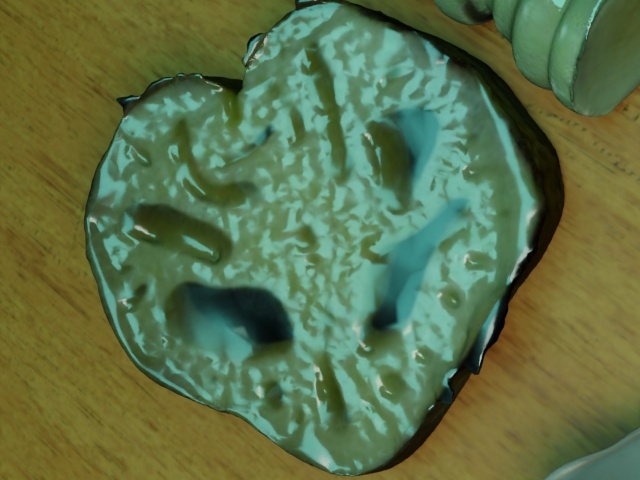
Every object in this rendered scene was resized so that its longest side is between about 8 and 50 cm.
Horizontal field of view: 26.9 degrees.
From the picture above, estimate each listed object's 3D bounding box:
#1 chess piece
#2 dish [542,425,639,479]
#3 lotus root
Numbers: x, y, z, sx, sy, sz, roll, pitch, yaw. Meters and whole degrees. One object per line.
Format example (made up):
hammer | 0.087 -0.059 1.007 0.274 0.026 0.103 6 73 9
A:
chess piece | 0.142 -0.206 1.017 0.243 0.133 0.133 38 100 31
dish | 0.240 0.240 0.914 0.230 0.081 0.229 -1 69 3
lotus root | 0.000 0.000 1.063 0.391 0.111 0.374 -15 79 20
